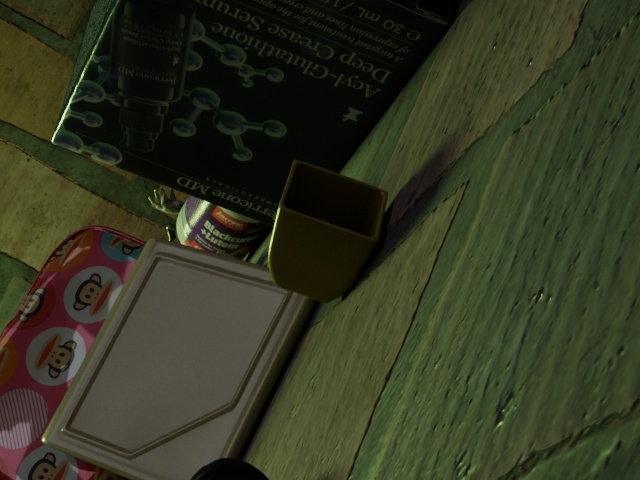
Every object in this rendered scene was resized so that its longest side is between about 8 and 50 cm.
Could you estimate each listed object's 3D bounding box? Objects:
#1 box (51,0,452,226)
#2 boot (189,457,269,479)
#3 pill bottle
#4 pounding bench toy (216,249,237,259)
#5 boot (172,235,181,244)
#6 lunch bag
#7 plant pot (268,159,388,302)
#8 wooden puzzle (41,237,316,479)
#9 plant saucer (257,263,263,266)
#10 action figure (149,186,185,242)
[{"bbox_3d":[-0.073,-0.233,1.555,0.395,0.293,0.212,128,158,-51],"label":"box"},{"bbox_3d":[-0.101,0.249,0.882,0.246,0.094,0.207,-55,4,1],"label":"boot"},{"bbox_3d":[-0.107,-0.054,1.913,0.193,0.108,0.108,-51,13,53],"label":"pill bottle"},{"bbox_3d":[-0.125,0.061,1.831,0.083,0.052,0.065,-63,9,-11],"label":"pounding bench toy"},{"bbox_3d":[-0.171,0.033,2.069,0.115,0.112,0.305,-45,12,26],"label":"boot"},{"bbox_3d":[-0.199,0.146,1.457,0.293,0.258,0.120,-60,-34,-15],"label":"lunch bag"},{"bbox_3d":[0.000,0.000,1.191,0.081,0.081,0.083,-74,3,-58],"label":"plant pot"},{"bbox_3d":[-0.123,0.115,1.339,0.238,0.044,0.221,12,68,41],"label":"wooden puzzle"},{"bbox_3d":[-0.092,0.064,1.755,0.083,0.013,0.083,-59,7,13],"label":"plant saucer"},{"bbox_3d":[-0.210,-0.066,2.501,0.276,0.141,0.164,-59,-3,25],"label":"action figure"}]
